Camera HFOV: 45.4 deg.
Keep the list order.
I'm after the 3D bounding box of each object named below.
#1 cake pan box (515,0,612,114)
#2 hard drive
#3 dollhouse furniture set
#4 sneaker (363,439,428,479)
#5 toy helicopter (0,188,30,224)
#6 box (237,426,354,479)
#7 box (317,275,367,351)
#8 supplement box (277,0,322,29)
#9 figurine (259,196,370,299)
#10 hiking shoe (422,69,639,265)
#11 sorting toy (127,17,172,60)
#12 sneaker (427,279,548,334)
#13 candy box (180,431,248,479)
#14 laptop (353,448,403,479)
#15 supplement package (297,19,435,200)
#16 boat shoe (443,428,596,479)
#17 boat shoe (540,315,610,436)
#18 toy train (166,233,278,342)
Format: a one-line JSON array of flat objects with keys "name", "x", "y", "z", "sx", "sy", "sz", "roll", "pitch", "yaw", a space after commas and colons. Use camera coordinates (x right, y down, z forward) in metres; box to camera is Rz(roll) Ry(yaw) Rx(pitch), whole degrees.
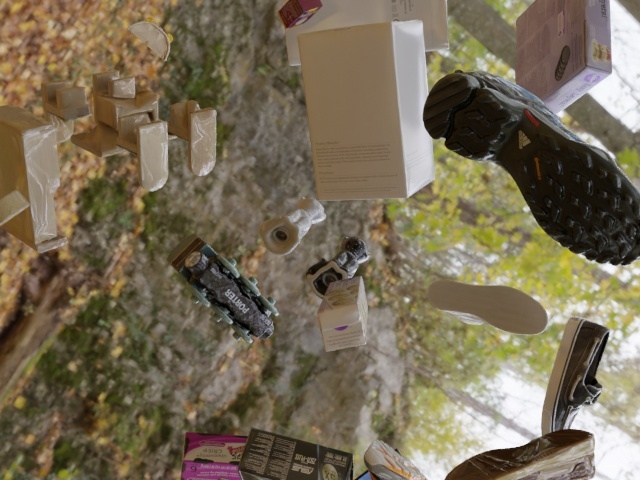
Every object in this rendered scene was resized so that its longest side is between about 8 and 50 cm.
[{"name": "cake pan box", "x": 0.476, "y": -0.396, "z": 1.526, "sx": 0.246, "sy": 0.070, "sz": 0.267, "roll": 138, "pitch": -41, "yaw": -64}, {"name": "hard drive", "x": 0.093, "y": -0.514, "z": 1.655, "sx": 0.353, "sy": 0.233, "sz": 0.047, "roll": -3, "pitch": -167, "yaw": 13}, {"name": "dollhouse furniture set", "x": -0.481, "y": -0.173, "z": 1.635, "sx": 0.362, "sy": 0.394, "sz": 0.256, "roll": 26, "pitch": -56, "yaw": 34}, {"name": "sneaker", "x": 0.123, "y": 0.417, "z": 1.339, "sx": 0.083, "sy": 0.215, "sz": 0.084, "roll": -44, "pitch": -130, "yaw": -1}, {"name": "toy helicopter", "x": -0.600, "y": 0.032, "z": 1.186, "sx": 0.355, "sy": 0.140, "sz": 0.235, "roll": -34, "pitch": -170, "yaw": 0}, {"name": "box", "x": -0.038, "y": 0.396, "z": 1.297, "sx": 0.147, "sy": 0.180, "sz": 0.077, "roll": 89, "pitch": 16, "yaw": -57}, {"name": "box", "x": 0.041, "y": 0.113, "z": 1.259, "sx": 0.067, "sy": 0.063, "sz": 0.324, "roll": -11, "pitch": -176, "yaw": 6}, {"name": "supplement box", "x": -0.043, "y": -0.477, "z": 1.580, "sx": 0.055, "sy": 0.043, "sz": 0.083, "roll": -28, "pitch": -178, "yaw": -31}, {"name": "figurine", "x": 0.000, "y": 0.000, "z": 1.606, "sx": 0.092, "sy": 0.215, "sz": 0.209, "roll": -49, "pitch": 177, "yaw": 29}, {"name": "hiking shoe", "x": 0.266, "y": -0.101, "z": 0.880, "sx": 0.113, "sy": 0.304, "sz": 0.132, "roll": -52, "pitch": 174, "yaw": 38}, {"name": "sorting toy", "x": -0.304, "y": -0.367, "z": 1.377, "sx": 0.045, "sy": 0.083, "sz": 0.075, "roll": -51, "pitch": -157, "yaw": -2}, {"name": "sneaker", "x": 0.425, "y": 0.165, "z": 1.886, "sx": 0.292, "sy": 0.169, "sz": 0.108, "roll": 16, "pitch": -95, "yaw": 27}, {"name": "candy box", "x": -0.199, "y": 0.481, "z": 1.514, "sx": 0.071, "sy": 0.159, "sz": 0.233, "roll": -94, "pitch": -168, "yaw": -50}, {"name": "laptop", "x": 0.174, "y": 0.665, "z": 1.854, "sx": 0.136, "sy": 0.234, "sz": 0.264, "roll": -38, "pitch": 168, "yaw": 11}, {"name": "supplement package", "x": 0.089, "y": -0.232, "z": 1.363, "sx": 0.177, "sy": 0.293, "sz": 0.175, "roll": 0, "pitch": -164, "yaw": 26}, {"name": "boat shoe", "x": 0.406, "y": 0.477, "z": 1.520, "sx": 0.123, "sy": 0.342, "sz": 0.123, "roll": -1, "pitch": -80, "yaw": 66}, {"name": "boat shoe", "x": 0.564, "y": 0.321, "z": 1.679, "sx": 0.102, "sy": 0.108, "sz": 0.301, "roll": 17, "pitch": -81, "yaw": 35}, {"name": "toy train", "x": -0.240, "y": 0.122, "z": 1.912, "sx": 0.142, "sy": 0.334, "sz": 0.190, "roll": -46, "pitch": -140, "yaw": -7}]
